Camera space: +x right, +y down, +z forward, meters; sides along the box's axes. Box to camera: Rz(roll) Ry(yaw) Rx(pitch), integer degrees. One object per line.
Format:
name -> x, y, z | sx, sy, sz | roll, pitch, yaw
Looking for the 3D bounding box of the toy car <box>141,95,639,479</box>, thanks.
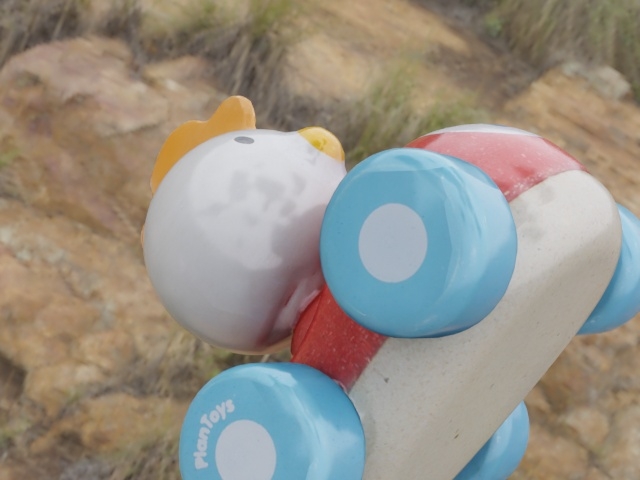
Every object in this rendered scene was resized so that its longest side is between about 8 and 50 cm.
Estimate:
toy car -> 0.000, 0.000, 0.594 | 0.238, 0.210, 0.219 | 42, 18, 26
